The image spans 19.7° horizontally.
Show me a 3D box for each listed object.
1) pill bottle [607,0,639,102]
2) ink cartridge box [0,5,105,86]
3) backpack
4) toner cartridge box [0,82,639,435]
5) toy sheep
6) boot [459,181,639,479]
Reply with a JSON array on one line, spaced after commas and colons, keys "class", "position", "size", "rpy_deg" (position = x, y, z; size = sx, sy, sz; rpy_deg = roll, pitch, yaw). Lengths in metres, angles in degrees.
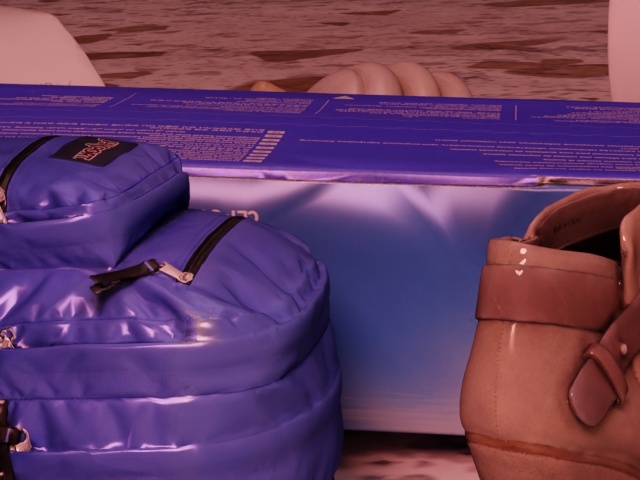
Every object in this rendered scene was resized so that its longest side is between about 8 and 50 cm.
[{"class": "pill bottle", "position": [0.273, -0.085, 0.754], "size": [0.283, 0.160, 0.160], "rpy_deg": [4, 13, 28]}, {"class": "ink cartridge box", "position": [-0.249, -0.060, 0.923], "size": [0.308, 0.091, 0.385], "rpy_deg": [-10, 13, -31]}, {"class": "backpack", "position": [-0.056, 0.028, 0.434], "size": [0.120, 0.101, 0.098], "rpy_deg": [4, 19, 11]}, {"class": "toner cartridge box", "position": [0.000, 0.000, 0.565], "size": [0.347, 0.075, 0.165], "rpy_deg": [2, 13, 6]}, {"class": "toy sheep", "position": [0.028, -0.028, 0.705], "size": [0.132, 0.091, 0.091], "rpy_deg": [20, 2, -24]}, {"class": "boot", "position": [0.071, 0.030, 0.419], "size": [0.042, 0.087, 0.118], "rpy_deg": [3, 12, 33]}]
